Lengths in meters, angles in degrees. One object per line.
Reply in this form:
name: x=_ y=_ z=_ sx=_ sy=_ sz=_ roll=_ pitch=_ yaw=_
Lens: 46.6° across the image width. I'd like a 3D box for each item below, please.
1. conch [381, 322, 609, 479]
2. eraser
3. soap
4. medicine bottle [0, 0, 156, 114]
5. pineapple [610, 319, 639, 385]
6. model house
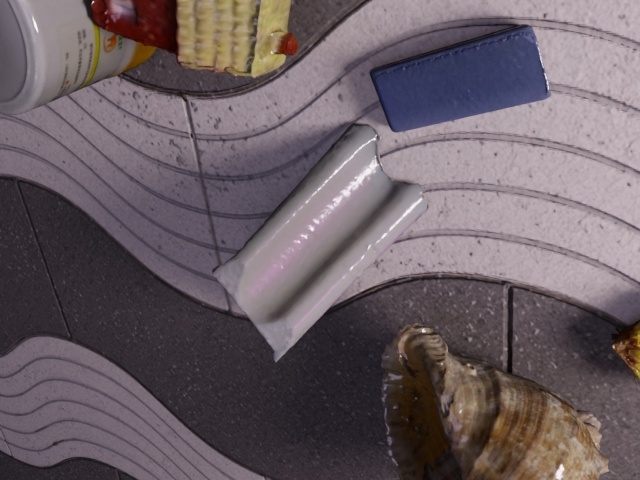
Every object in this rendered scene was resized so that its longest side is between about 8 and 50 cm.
conch: x=0.223 y=0.271 z=0.989 sx=0.297 sy=0.209 sz=0.352 roll=-51 pitch=50 yaw=47
eraser: x=0.151 y=-0.179 z=0.844 sx=0.225 sy=0.036 sz=0.082 roll=-8 pitch=113 yaw=40
soap: x=0.000 y=0.000 z=1.073 sx=0.302 sy=0.258 sz=0.159 roll=-44 pitch=88 yaw=1
medicine bottle: x=-0.372 y=-0.315 z=1.004 sx=0.237 sy=0.232 sz=0.238 roll=20 pitch=129 yaw=26
pineapple: x=0.394 y=0.120 z=0.854 sx=0.116 sy=0.069 sz=0.137 roll=13 pitch=117 yaw=36
model house: x=-0.129 y=-0.319 z=0.876 sx=0.253 sy=0.160 sz=0.196 roll=26 pitch=131 yaw=18
